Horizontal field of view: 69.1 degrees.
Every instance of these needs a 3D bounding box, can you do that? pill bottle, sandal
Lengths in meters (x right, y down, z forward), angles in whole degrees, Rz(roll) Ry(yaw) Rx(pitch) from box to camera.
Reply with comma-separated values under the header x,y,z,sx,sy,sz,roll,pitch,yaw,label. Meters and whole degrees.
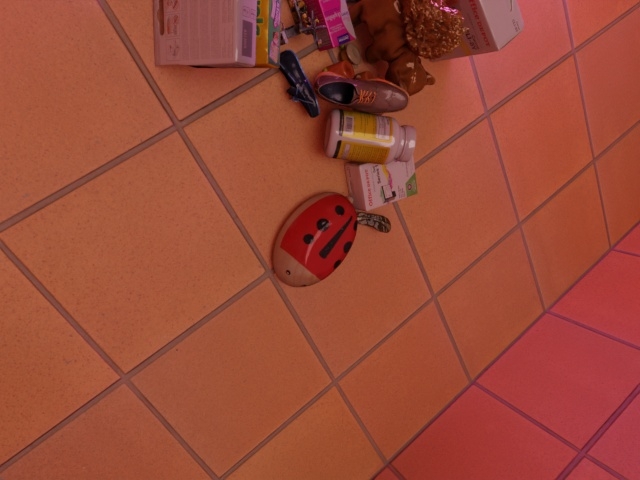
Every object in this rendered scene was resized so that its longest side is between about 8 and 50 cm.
x,y,z,sx,sy,sz,roll,pitch,yaw,label
0.190,-0.396,1.807,0.334,0.188,0.187,7,100,-9,pill bottle
0.231,-0.084,2.053,0.180,0.049,0.072,14,90,-17,sandal

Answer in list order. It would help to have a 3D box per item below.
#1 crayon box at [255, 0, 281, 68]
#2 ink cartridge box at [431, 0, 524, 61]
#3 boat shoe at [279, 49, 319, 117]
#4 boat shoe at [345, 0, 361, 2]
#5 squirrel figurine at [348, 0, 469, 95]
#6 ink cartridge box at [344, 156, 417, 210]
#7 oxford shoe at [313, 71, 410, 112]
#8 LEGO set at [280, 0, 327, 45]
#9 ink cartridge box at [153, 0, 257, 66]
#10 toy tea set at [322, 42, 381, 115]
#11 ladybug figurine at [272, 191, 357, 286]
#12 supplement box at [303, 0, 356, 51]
x,y,z,sx,sy,sz,roll,pitch,yaw,label
-0.281,-0.732,1.447,0.106,0.314,0.362,-28,123,-66,crayon box
0.556,-0.883,1.826,0.160,0.385,0.279,-44,119,-13,ink cartridge box
-0.092,-0.569,1.727,0.089,0.109,0.258,-31,99,-12,boat shoe
0.152,-0.934,1.773,0.229,0.080,0.076,-19,129,-27,boat shoe
0.329,-0.737,1.725,0.281,0.397,0.370,-25,103,-34,squirrel figurine
0.261,-0.261,1.978,0.278,0.117,0.201,-20,112,-23,ink cartridge box
0.153,-0.521,1.692,0.364,0.132,0.129,6,120,-6,oxford shoe
-0.150,-0.767,1.573,0.332,0.192,0.254,-23,113,-23,LEGO set
-0.356,-0.684,1.403,0.091,0.385,0.307,-15,112,-52,ink cartridge box
0.134,-0.598,1.848,0.336,0.124,0.200,52,47,-25,toy tea set
0.000,0.000,1.874,0.305,0.162,0.449,38,83,-31,ladybug figurine
0.029,-0.827,1.707,0.111,0.114,0.219,-32,118,-20,supplement box
